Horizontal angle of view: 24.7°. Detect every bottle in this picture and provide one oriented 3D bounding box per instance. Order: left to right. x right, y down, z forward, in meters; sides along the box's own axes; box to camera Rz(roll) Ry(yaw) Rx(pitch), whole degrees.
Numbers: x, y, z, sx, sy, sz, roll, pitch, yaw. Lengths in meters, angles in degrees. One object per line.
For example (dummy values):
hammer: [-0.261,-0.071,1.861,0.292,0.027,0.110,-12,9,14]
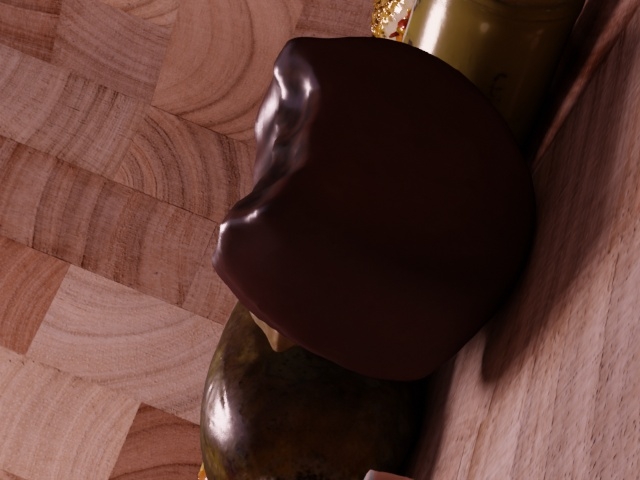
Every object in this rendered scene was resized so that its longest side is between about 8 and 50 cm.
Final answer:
bottle: [0.156,-0.161,1.588,0.171,0.171,0.351,-71,-1,-50]

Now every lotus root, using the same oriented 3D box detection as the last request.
lotus root: [-0.012,0.184,1.576,0.346,0.250,0.250,-80,12,-56]

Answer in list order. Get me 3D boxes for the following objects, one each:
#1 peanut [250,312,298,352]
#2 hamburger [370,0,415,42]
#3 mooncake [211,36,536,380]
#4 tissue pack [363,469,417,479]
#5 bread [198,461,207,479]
peanut: [0.000,0.000,1.521,0.298,0.120,0.136,-69,-16,-46]
hamburger: [0.187,-0.340,1.912,0.276,0.179,0.294,-48,7,12]
mooncake: [0.041,-0.028,1.363,0.174,0.333,0.326,-50,54,47]
tissue pack: [0.063,0.246,1.258,0.094,0.074,0.059,-78,3,-67]
bread: [-0.089,0.348,2.261,0.250,0.179,0.133,-59,-7,-12]
